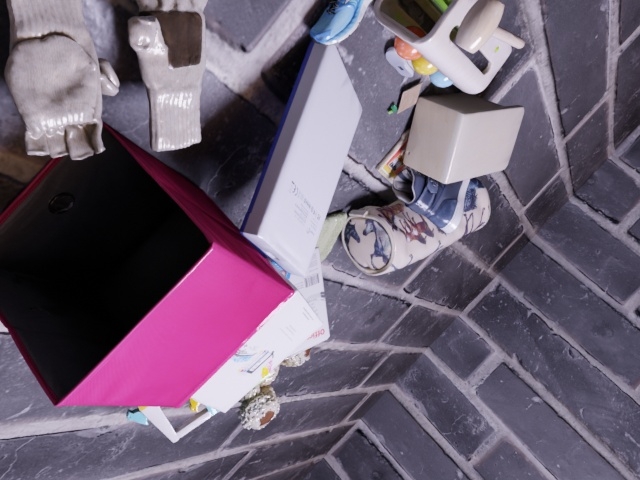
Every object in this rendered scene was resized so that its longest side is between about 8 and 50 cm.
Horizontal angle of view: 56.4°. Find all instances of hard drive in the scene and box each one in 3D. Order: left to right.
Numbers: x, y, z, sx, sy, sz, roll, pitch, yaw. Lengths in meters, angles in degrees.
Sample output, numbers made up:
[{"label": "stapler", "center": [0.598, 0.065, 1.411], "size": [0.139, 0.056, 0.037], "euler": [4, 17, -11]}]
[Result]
[{"label": "hard drive", "center": [-0.019, -0.121, 0.944], "size": [0.210, 0.040, 0.318], "euler": [49, 57, -64]}]

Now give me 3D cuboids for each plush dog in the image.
[{"label": "plush dog", "center": [-0.178, 0.259, 1.346], "size": [0.262, 0.211, 0.225], "euler": [-58, 139, -12]}]

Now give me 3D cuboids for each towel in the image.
[{"label": "towel", "center": [0.000, 0.000, 1.344], "size": [0.110, 0.027, 0.148], "euler": [-16, 143, -46]}]

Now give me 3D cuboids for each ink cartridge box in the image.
[{"label": "ink cartridge box", "center": [-0.150, 0.137, 1.000], "size": [0.233, 0.171, 0.168], "euler": [-42, 151, -7]}, {"label": "ink cartridge box", "center": [-0.068, 0.124, 1.242], "size": [0.148, 0.086, 0.202], "euler": [-16, 104, -45]}]

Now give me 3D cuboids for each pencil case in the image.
[{"label": "pencil case", "center": [0.239, -0.052, 1.462], "size": [0.411, 0.160, 0.183], "euler": [-22, 103, -37]}]

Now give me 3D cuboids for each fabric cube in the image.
[{"label": "fabric cube", "center": [-0.240, 0.046, 0.802], "size": [0.254, 0.259, 0.258], "euler": [-46, 156, 2]}]

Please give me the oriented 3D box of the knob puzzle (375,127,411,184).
[{"label": "knob puzzle", "center": [0.227, -0.205, 1.367], "size": [0.213, 0.030, 0.213], "euler": [-34, 152, -21]}]

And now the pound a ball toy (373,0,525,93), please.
[{"label": "pound a ball toy", "center": [0.220, -0.320, 0.980], "size": [0.135, 0.208, 0.319], "euler": [-53, 154, 17]}]

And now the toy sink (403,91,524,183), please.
[{"label": "toy sink", "center": [0.310, -0.232, 1.301], "size": [0.234, 0.131, 0.152], "euler": [-17, 128, -39]}]

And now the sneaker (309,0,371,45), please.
[{"label": "sneaker", "center": [0.033, -0.354, 0.850], "size": [0.162, 0.063, 0.073], "euler": [-52, 135, 7]}]

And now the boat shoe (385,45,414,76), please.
[{"label": "boat shoe", "center": [0.146, -0.328, 1.068], "size": [0.100, 0.035, 0.035], "euler": [21, 84, -58]}]

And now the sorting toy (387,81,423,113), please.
[{"label": "sorting toy", "center": [0.167, -0.280, 1.186], "size": [0.083, 0.012, 0.062], "euler": [-33, 157, -30]}]

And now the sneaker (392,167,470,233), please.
[{"label": "sneaker", "center": [0.254, -0.144, 1.364], "size": [0.086, 0.164, 0.226], "euler": [-45, -158, 49]}]

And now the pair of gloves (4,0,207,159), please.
[{"label": "pair of gloves", "center": [-0.215, -0.190, 0.642], "size": [0.240, 0.042, 0.204], "euler": [-15, 116, -49]}]

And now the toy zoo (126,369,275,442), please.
[{"label": "toy zoo", "center": [-0.260, 0.272, 1.210], "size": [0.293, 0.192, 0.030], "euler": [-31, -165, -18]}]
